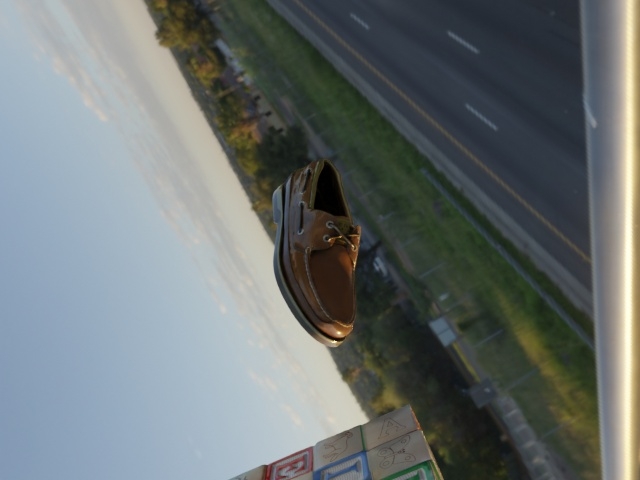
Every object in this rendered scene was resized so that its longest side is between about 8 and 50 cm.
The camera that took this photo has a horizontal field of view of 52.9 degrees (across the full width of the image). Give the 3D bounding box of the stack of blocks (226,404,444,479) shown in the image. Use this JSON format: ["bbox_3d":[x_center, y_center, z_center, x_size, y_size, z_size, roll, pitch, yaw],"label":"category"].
[{"bbox_3d":[0.012,0.227,0.378,0.297,0.171,0.087,-87,-26,-79],"label":"stack of blocks"}]

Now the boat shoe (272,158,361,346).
[{"bbox_3d":[0.000,0.000,0.918,0.110,0.104,0.307,24,-143,-38],"label":"boat shoe"}]
